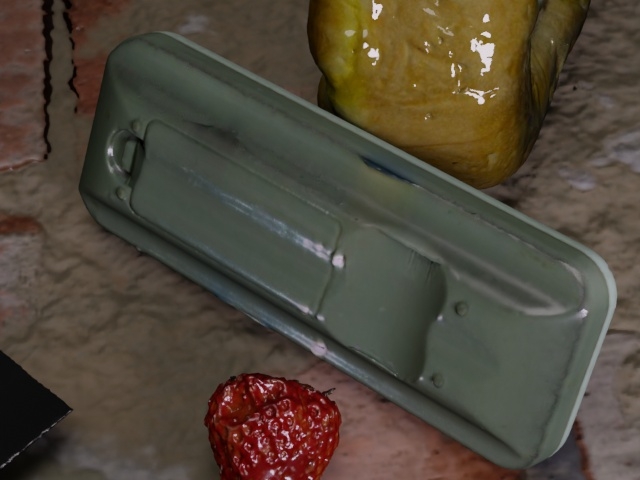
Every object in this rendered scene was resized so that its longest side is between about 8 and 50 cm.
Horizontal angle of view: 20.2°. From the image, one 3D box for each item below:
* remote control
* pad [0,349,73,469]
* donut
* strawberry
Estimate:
[{"bbox_3d":[0.000,0.000,0.989,0.335,0.128,0.065,29,25,28],"label":"remote control"},{"bbox_3d":[-0.345,0.081,1.031,0.248,0.007,0.367,-40,52,-24],"label":"pad"},{"bbox_3d":[0.084,-0.154,1.062,0.128,0.208,0.261,13,57,16],"label":"donut"},{"bbox_3d":[-0.025,0.110,0.943,0.073,0.073,0.083,-3,63,5],"label":"strawberry"}]
